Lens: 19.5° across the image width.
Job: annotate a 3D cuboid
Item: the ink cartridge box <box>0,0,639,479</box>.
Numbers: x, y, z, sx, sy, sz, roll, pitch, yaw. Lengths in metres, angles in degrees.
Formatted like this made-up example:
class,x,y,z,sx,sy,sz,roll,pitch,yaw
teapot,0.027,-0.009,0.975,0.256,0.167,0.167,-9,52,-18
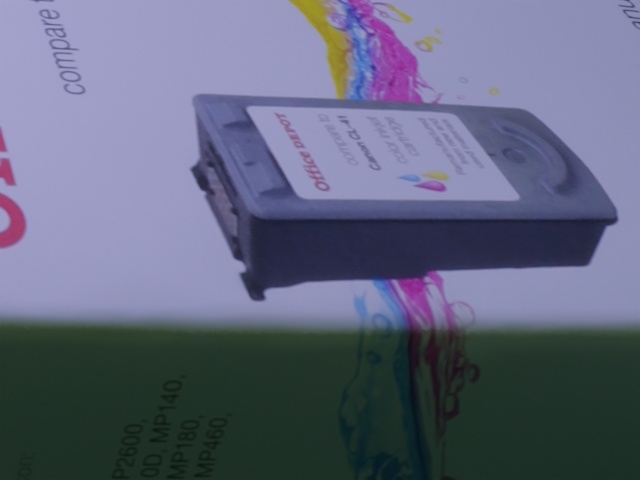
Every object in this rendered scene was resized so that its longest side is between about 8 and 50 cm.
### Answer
class,x,y,z,sx,sy,sz,roll,pitch,yaw
ink cartridge box,0.000,0.000,0.544,0.226,0.306,0.131,-115,36,-46
